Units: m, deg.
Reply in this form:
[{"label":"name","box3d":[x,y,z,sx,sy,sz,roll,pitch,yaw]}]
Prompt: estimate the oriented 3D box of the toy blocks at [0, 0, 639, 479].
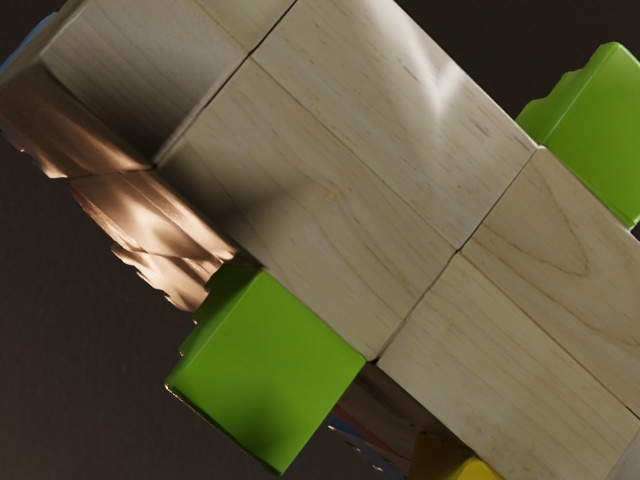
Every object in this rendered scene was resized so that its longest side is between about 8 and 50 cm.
[{"label":"toy blocks","box3d":[0.000,0.000,0.567,0.381,0.261,0.191,42,-103,-17]}]
